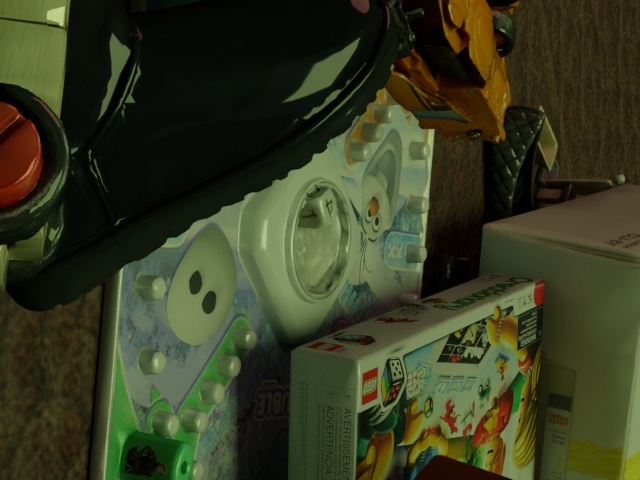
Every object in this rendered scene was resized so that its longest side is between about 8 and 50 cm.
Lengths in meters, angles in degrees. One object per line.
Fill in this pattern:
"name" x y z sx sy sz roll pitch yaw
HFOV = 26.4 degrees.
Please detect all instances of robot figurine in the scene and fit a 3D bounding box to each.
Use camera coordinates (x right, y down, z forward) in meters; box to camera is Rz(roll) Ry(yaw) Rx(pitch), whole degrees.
"robot figurine" 0.059 -0.186 0.839 0.291 0.085 0.211 46 50 -56

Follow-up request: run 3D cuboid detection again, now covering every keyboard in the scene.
"keyboard" 0.103 0.103 1.125 0.108 0.023 0.180 13 82 -72

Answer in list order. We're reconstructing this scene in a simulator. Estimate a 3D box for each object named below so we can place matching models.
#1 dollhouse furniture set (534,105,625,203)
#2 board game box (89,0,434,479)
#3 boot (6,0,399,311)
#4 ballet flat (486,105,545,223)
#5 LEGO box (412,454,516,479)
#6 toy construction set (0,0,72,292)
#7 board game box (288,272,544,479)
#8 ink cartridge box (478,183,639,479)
"dollhouse furniture set" 0.234 -0.064 1.282 0.114 0.081 0.091 55 47 -48
"board game box" 0.000 0.000 0.909 0.390 0.050 0.390 7 87 -61
"boot" -0.091 -0.104 0.611 0.246 0.094 0.207 -35 135 -10
"ballet flat" 0.179 -0.035 1.222 0.057 0.049 0.173 -33 122 -54
"LEGO box" 0.034 0.430 0.743 0.500 0.193 0.372 -42 126 -32
"toy construction set" -0.182 -0.078 0.435 0.151 0.215 0.327 179 -83 -81
"board game box" 0.074 0.141 0.950 0.305 0.053 0.193 -15 110 -58
"ink cartridge box" 0.258 0.159 1.202 0.279 0.160 0.384 -15 114 -51
